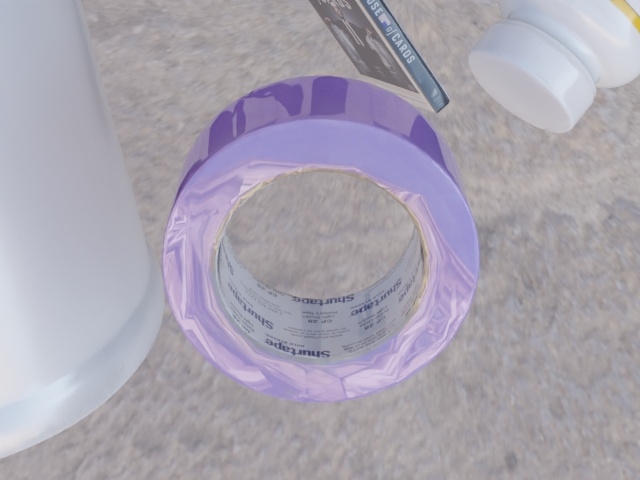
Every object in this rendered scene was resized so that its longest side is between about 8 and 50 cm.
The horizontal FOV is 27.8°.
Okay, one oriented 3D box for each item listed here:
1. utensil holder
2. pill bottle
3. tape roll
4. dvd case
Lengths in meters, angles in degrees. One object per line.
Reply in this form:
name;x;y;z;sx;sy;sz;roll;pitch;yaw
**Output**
utensil holder;-0.308;-0.078;0.950;0.328;0.327;0.385;-5;123;5
pill bottle;0.197;-0.180;0.892;0.117;0.117;0.208;38;81;-4
tape roll;0.000;0.000;0.796;0.189;0.080;0.189;0;116;0
dvd case;0.042;-0.258;1.497;0.029;0.179;0.238;-42;117;-7
